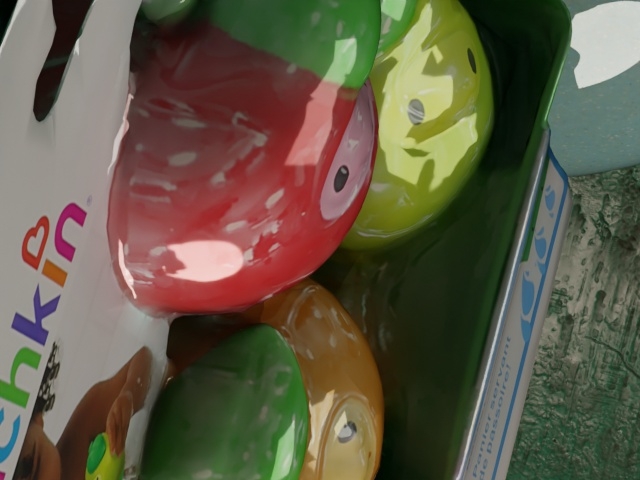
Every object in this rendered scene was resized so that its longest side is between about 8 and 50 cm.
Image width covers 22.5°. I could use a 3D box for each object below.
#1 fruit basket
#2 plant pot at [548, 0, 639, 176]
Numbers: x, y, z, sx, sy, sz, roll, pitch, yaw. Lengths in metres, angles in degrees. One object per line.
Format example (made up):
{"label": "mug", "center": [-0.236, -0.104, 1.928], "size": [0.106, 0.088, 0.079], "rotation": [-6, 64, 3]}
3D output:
{"label": "fruit basket", "center": [-0.013, -0.007, 0.503], "size": [0.353, 0.165, 0.327], "rotation": [66, 39, -73]}
{"label": "plant pot", "center": [0.097, -0.143, 0.817], "size": [0.195, 0.290, 0.290], "rotation": [-39, -171, 23]}
